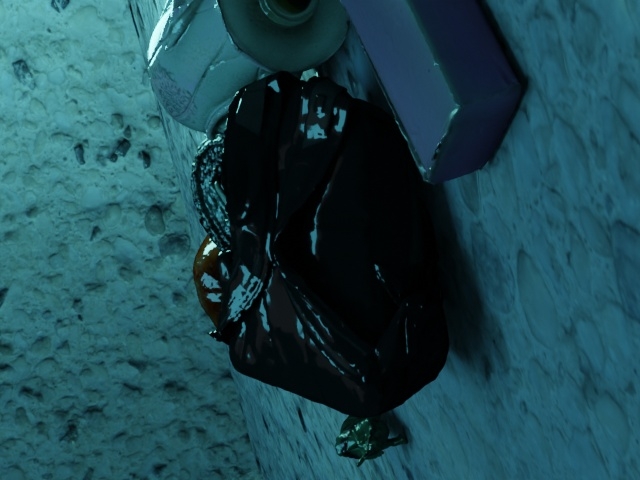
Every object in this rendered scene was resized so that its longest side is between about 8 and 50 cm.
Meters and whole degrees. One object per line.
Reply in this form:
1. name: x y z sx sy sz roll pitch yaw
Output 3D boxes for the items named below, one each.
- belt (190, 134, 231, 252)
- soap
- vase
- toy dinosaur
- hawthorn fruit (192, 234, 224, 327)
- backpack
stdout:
1. belt: -0.089 -0.066 2.031 0.295 0.160 0.207 52 129 29
2. soap: 0.106 -0.210 1.215 0.181 0.081 0.259 103 147 -65
3. vase: -0.110 -0.285 1.677 0.445 0.249 0.250 -17 92 70
4. toy dinosaur: 0.091 0.330 2.092 0.079 0.120 0.292 62 -168 -6
5. hawthorn fruit: -0.112 0.054 2.255 0.300 0.254 0.254 -64 -39 -68
6. backpack: 0.000 0.000 1.515 0.363 0.254 0.446 8 108 46
